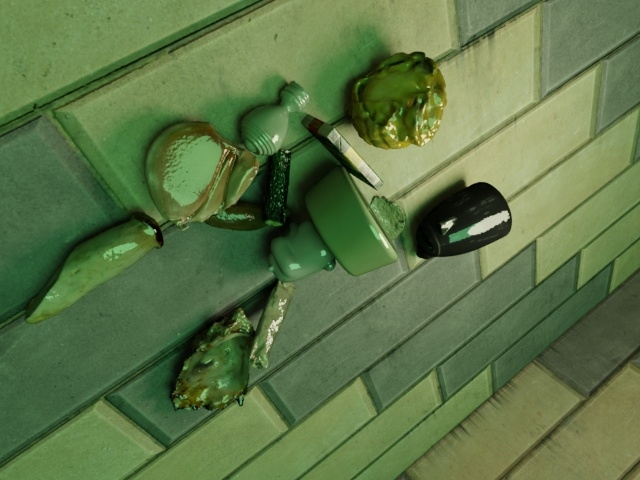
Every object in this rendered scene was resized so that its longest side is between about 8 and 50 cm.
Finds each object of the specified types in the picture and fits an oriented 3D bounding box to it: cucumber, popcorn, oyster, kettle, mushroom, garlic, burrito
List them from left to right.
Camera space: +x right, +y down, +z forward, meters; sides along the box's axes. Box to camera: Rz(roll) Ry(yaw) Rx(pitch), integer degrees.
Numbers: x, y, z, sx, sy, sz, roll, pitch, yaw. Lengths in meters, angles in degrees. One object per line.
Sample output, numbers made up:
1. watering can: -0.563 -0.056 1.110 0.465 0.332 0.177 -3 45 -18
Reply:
1. mushroom: -0.494 0.056 0.946 0.333 0.087 0.107 -33 131 -11
2. garlic: -0.276 -0.144 0.963 0.217 0.110 0.228 38 86 -31
3. oyster: -0.307 0.339 1.239 0.221 0.096 0.361 0 117 -29
4. burrito: -0.136 0.233 1.235 0.082 0.059 0.275 51 45 -41
5. cucumber: -0.105 -0.128 1.082 0.058 0.058 0.187 6 89 -37
6. popcorn: 0.196 -0.335 1.096 0.250 0.250 0.190 -55 170 5
7. kettle: 0.453 -0.030 1.485 0.290 0.207 0.268 -27 157 -11

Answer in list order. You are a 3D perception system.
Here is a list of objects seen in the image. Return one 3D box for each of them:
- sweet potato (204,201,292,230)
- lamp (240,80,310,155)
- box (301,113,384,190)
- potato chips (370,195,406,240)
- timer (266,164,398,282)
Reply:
1. sweet potato: -0.169 -0.062 1.103 0.244 0.077 0.077 -2 118 -32
2. lamp: -0.103 -0.276 1.005 0.193 0.106 0.106 -48 133 -11
3. box: 0.059 -0.223 1.123 0.034 0.132 0.235 -49 133 3
4. potato chips: 0.182 -0.019 1.383 0.167 0.059 0.228 22 108 -34
5. timer: 0.000 0.000 1.161 0.315 0.290 0.291 -30 133 11
